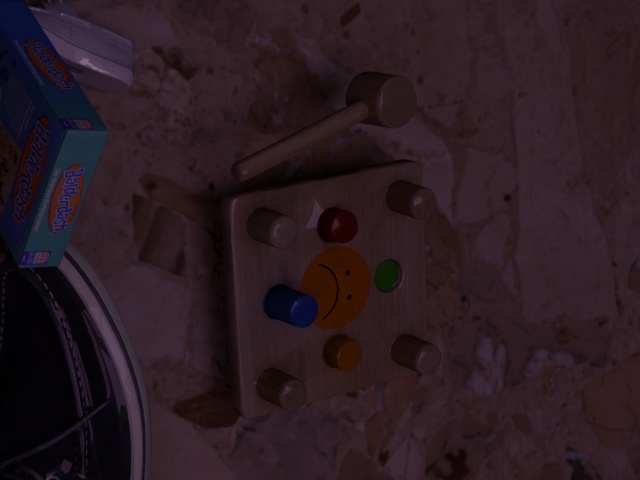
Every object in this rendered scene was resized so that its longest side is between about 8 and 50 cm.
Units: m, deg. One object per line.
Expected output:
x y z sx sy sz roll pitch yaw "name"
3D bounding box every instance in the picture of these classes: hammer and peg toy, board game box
0.000 0.000 2.048 0.266 0.127 0.361 -13 109 -31 "hammer and peg toy"
-0.279 -0.102 1.737 0.047 0.210 0.160 -1 131 -36 "board game box"

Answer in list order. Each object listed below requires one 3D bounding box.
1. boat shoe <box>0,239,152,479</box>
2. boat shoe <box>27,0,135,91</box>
-0.276 0.231 1.872 0.156 0.187 0.500 -17 116 -38 "boat shoe"
-0.260 -0.207 1.853 0.184 0.066 0.063 20 67 -31 "boat shoe"
